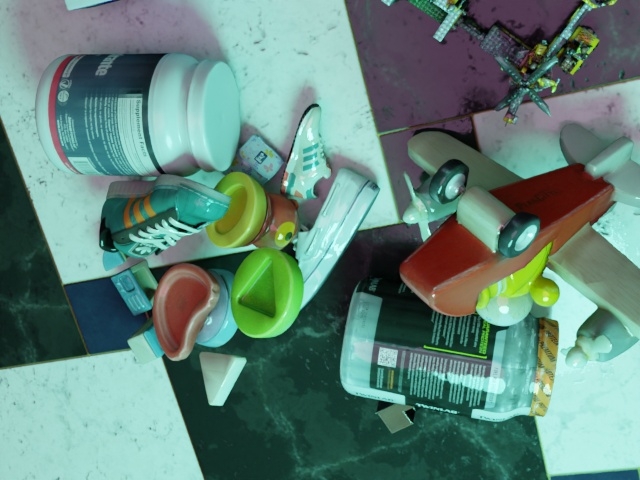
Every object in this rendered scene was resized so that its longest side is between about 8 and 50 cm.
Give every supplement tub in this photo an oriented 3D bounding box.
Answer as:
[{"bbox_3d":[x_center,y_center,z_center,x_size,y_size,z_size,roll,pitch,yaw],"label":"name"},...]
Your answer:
[{"bbox_3d":[-0.279,-0.194,1.268,0.273,0.191,0.191,2,110,13],"label":"supplement tub"},{"bbox_3d":[0.201,0.173,1.280,0.316,0.193,0.193,9,111,12],"label":"supplement tub"}]

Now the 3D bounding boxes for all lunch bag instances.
[{"bbox_3d":[-0.109,-0.122,1.328,0.071,0.053,0.083,44,109,-7],"label":"lunch bag"}]

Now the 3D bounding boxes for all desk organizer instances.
[{"bbox_3d":[0.165,0.279,1.408,0.130,0.047,0.050,-30,102,22],"label":"desk organizer"}]

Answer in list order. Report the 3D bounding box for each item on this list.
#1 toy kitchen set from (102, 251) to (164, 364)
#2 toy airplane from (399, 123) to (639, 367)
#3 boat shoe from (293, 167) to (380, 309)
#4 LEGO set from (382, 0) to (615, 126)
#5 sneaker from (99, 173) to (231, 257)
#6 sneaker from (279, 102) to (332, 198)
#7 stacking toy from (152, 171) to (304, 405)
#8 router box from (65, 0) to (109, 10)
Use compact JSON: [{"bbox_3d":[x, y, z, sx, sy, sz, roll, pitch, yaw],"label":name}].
[{"bbox_3d":[-0.271,0.076,1.401,0.166,0.122,0.207,-25,102,21],"label":"toy kitchen set"},{"bbox_3d":[0.295,-0.002,1.132,0.385,0.386,0.272,11,128,-2],"label":"toy airplane"},{"bbox_3d":[0.000,0.000,1.332,0.084,0.095,0.258,33,103,5],"label":"boat shoe"},{"bbox_3d":[0.242,-0.339,1.084,0.331,0.192,0.255,43,114,-4],"label":"LEGO set"},{"bbox_3d":[-0.248,-0.028,1.266,0.302,0.108,0.120,-1,72,49],"label":"sneaker"},{"bbox_3d":[-0.011,-0.138,1.301,0.075,0.057,0.161,18,114,-4],"label":"sneaker"},{"bbox_3d":[-0.112,0.085,1.274,0.309,0.130,0.279,-54,48,20],"label":"stacking toy"},{"bbox_3d":[-0.255,-0.527,1.200,0.336,0.082,0.301,-9,107,17],"label":"router box"}]
